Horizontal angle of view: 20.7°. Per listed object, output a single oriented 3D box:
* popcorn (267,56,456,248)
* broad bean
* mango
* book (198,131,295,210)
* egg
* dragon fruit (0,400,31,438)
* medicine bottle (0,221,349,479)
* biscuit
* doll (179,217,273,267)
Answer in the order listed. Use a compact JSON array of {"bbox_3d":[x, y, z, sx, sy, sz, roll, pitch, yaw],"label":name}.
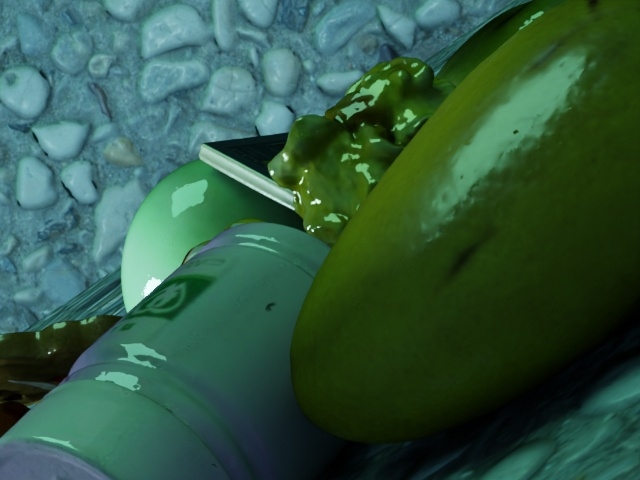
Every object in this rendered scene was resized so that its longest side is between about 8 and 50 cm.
[{"bbox_3d":[0.073,-0.078,1.760,0.235,0.217,0.181,-59,5,-14],"label":"popcorn"},{"bbox_3d":[0.266,-0.243,2.421,0.291,0.119,0.238,-32,18,40],"label":"broad bean"},{"bbox_3d":[0.150,-0.018,1.324,0.445,0.220,0.301,-39,12,3],"label":"mango"},{"bbox_3d":[0.013,-0.086,2.105,0.191,0.025,0.269,29,25,35],"label":"book"},{"bbox_3d":[-0.132,0.025,2.148,0.270,0.220,0.220,-63,-3,23],"label":"egg"},{"bbox_3d":[-0.347,0.271,1.716,0.250,0.250,0.315,-39,23,-19],"label":"dragon fruit"},{"bbox_3d":[-0.100,0.150,1.417,0.212,0.212,0.325,-28,13,44],"label":"medicine bottle"},{"bbox_3d":[-0.303,0.135,1.791,0.295,0.044,0.186,-21,-19,34],"label":"biscuit"},{"bbox_3d":[-0.111,0.124,1.815,0.348,0.161,0.423,-41,17,-11],"label":"doll"}]
